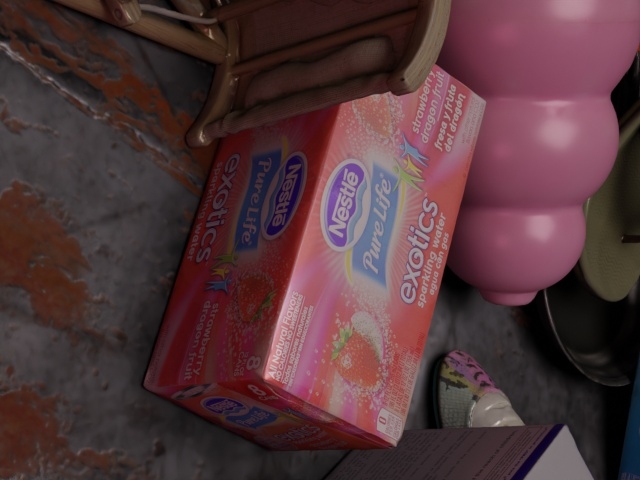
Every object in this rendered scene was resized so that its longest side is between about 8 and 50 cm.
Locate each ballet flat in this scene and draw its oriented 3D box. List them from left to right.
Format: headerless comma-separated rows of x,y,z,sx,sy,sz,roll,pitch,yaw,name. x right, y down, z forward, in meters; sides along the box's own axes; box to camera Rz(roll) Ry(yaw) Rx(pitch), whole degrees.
0.149,0.203,1.384,0.077,0.079,0.222,1,83,-40,ballet flat

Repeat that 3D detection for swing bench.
-0.069,-0.211,1.137,0.254,0.253,0.165,38,61,-32,swing bench

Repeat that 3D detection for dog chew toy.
0.168,-0.110,1.374,0.206,0.206,0.332,-8,103,-42,dog chew toy

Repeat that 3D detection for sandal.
0.324,-0.078,1.453,0.120,0.086,0.303,23,101,-40,sandal

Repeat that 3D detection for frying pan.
0.256,-0.022,1.527,0.197,0.053,0.326,-14,93,-42,frying pan

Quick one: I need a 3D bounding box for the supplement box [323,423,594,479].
0.105,0.221,1.249,0.114,0.220,0.111,-44,113,-38,supplement box

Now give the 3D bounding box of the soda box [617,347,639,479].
0.342,0.144,1.527,0.071,0.067,0.210,0,102,-51,soda box

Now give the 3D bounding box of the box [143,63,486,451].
0.000,0.000,1.235,0.142,0.154,0.300,31,65,-34,box

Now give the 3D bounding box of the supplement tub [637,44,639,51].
0.331,-0.321,1.537,0.338,0.207,0.207,-42,111,-37,supplement tub
